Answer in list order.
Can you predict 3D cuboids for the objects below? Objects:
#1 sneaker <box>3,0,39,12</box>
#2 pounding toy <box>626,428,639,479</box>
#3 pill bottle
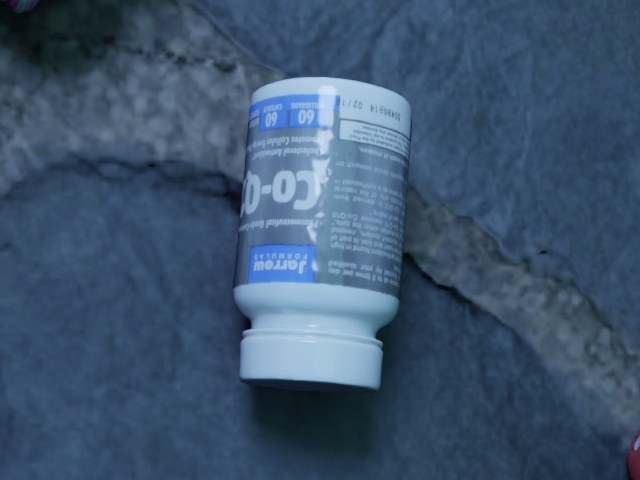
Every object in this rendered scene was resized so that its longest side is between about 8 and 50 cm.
[{"bbox_3d":[-0.119,-0.161,0.680,0.252,0.103,0.111,-15,91,-15],"label":"sneaker"},{"bbox_3d":[0.238,0.082,0.750,0.183,0.110,0.237,-4,121,-49],"label":"pounding toy"},{"bbox_3d":[0.000,0.000,0.701,0.078,0.078,0.137,8,78,-18],"label":"pill bottle"}]
